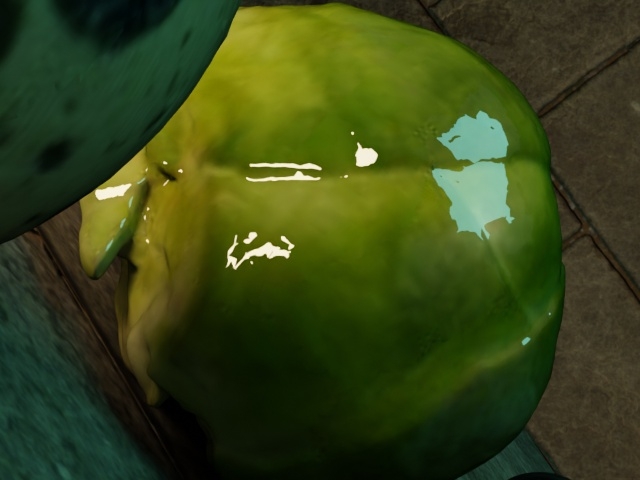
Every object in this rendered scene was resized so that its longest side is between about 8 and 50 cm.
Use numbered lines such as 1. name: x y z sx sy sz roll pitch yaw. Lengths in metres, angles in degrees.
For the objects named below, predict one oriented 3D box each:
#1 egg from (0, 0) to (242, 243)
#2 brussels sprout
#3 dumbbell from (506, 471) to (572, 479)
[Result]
1. egg: -0.158 -0.128 0.468 0.287 0.287 0.379 51 7 -19
2. brussels sprout: 0.000 0.000 0.958 0.371 0.315 0.276 53 -18 40
3. dumbbell: 0.201 0.295 1.347 0.143 0.143 0.325 55 8 11
